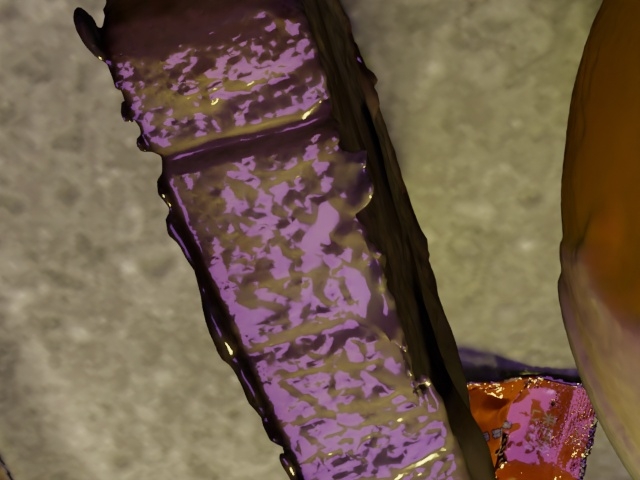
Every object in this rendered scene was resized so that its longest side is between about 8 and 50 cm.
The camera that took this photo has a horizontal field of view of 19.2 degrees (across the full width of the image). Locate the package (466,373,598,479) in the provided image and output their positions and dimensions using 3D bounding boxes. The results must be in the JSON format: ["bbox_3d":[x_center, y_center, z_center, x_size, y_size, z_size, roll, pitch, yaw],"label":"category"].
[{"bbox_3d":[0.067,0.094,0.844,0.110,0.033,0.077,-1,104,-12],"label":"package"}]

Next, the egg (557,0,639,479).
[{"bbox_3d":[0.221,0.007,0.619,0.283,0.283,0.345,-7,138,9],"label":"egg"}]

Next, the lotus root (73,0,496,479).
[{"bbox_3d":[0.000,0.000,0.694,0.074,0.170,0.261,-20,113,9],"label":"lotus root"}]
